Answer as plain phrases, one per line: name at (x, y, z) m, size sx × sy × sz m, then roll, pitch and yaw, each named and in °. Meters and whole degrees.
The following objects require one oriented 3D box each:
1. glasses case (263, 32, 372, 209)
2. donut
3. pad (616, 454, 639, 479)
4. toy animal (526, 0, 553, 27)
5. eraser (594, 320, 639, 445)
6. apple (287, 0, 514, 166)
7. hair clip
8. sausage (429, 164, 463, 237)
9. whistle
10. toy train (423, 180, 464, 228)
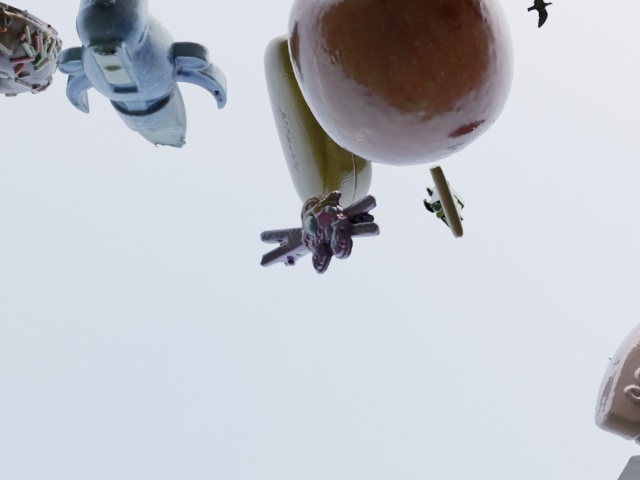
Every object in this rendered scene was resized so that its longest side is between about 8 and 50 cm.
glasses case at (-0.008, -0.222, 1.445) m, size 0.141 × 0.173 × 0.372 m, roll -27°, pitch -68°, yaw -32°
donut at (-0.519, -0.283, 1.089) m, size 0.269 × 0.269 × 0.103 m, roll 5°, pitch -95°, yaw -7°
pad at (0.591, 0.450, 1.361) m, size 0.193 × 0.116 × 0.004 m, roll -32°, pitch -87°, yaw -40°
toy animal at (0.449, -0.475, 1.500) m, size 0.050 × 0.028 × 0.084 m, roll -15°, pitch -98°, yaw -19°
eraser at (0.381, 0.133, 0.730) m, size 0.204 × 0.059 × 0.243 m, roll 30°, pitch -131°, yaw -1°
apple at (0.064, -0.153, 0.597) m, size 0.181 × 0.181 × 0.168 m, roll -47°, pitch -50°, yaw -16°
hair clip at (-0.013, -0.001, 1.279) m, size 0.090 × 0.278 × 0.137 m, roll 11°, pitch -113°, yaw -35°
sausage at (0.216, -0.066, 1.254) m, size 0.024 × 0.024 × 0.133 m, roll -25°, pitch -78°, yaw -13°
whistle at (-0.196, -0.180, 0.794) m, size 0.180 × 0.269 × 0.093 m, roll -1°, pitch -111°, yaw 1°
toy train at (0.237, -0.072, 1.408) m, size 0.050 × 0.122 × 0.081 m, roll -38°, pitch -77°, yaw 25°
